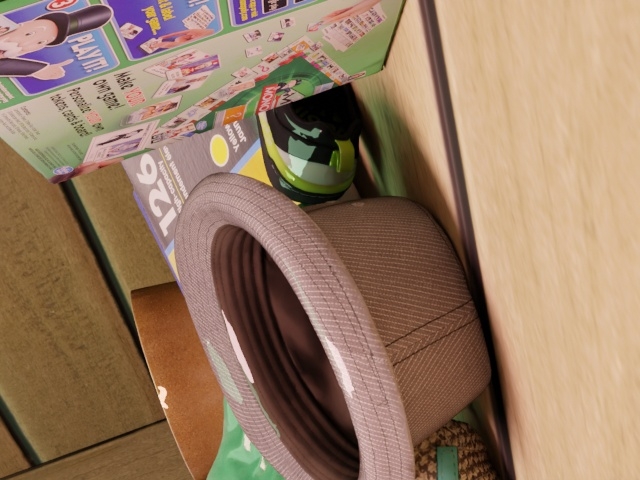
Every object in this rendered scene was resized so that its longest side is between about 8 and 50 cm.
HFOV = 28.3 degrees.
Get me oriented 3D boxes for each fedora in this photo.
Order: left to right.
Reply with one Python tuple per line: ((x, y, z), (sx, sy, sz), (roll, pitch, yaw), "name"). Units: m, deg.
((0.018, 0.053, 0.819), (0.243, 0.124, 0.275), (67, 160, -2), "fedora")

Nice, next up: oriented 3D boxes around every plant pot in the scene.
((-0.063, 0.129, 1.477), (0.237, 0.254, 0.237), (161, 90, -87), "plant pot")

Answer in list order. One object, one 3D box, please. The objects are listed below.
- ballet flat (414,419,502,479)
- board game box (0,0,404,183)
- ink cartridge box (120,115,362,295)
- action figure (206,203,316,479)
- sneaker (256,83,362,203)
((0.063, 0.198, 1.065), (0.483, 0.164, 0.182), (129, 143, -79), "ballet flat")
((-0.063, -0.105, 0.607), (0.317, 0.214, 0.046), (106, 144, -83), "board game box")
((-0.073, 0.013, 1.124), (0.307, 0.072, 0.303), (-44, 68, 46), "ink cartridge box")
((-0.019, 0.086, 0.960), (0.063, 0.137, 0.232), (8, -92, -52), "action figure")
((-0.014, -0.136, 0.970), (0.234, 0.084, 0.097), (68, 150, 29), "sneaker")
